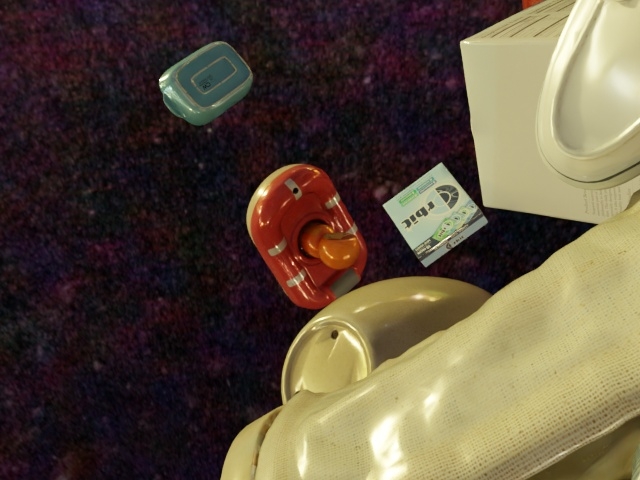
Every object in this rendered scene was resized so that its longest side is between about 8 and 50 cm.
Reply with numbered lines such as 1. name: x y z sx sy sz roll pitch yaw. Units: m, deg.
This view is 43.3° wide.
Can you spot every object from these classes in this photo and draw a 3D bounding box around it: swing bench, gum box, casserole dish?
1. swing bench: 0.122 0.112 0.403 0.253 0.254 0.165 -32 32 13
2. gum box: 0.235 -0.056 1.672 0.157 0.041 0.184 -36 43 7
3. casserole dish: -0.190 -0.277 1.386 0.114 0.037 0.188 49 55 -5

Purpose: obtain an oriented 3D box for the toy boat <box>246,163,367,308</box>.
1. toy boat: 0.000 0.000 1.171 0.151 0.231 0.151 -42 31 -19

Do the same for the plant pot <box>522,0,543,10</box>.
1. plant pot: 0.412 -0.315 1.063 0.268 0.235 0.267 11 49 18

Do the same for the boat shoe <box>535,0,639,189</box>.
1. boat shoe: 0.155 -0.121 0.337 0.083 0.226 0.076 40 26 27

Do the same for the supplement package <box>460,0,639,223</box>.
1. supplement package: 0.322 -0.145 0.851 0.263 0.199 0.198 13 36 44

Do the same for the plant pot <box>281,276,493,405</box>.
1. plant pot: 0.070 0.162 0.888 0.284 0.191 0.283 -17 64 39
